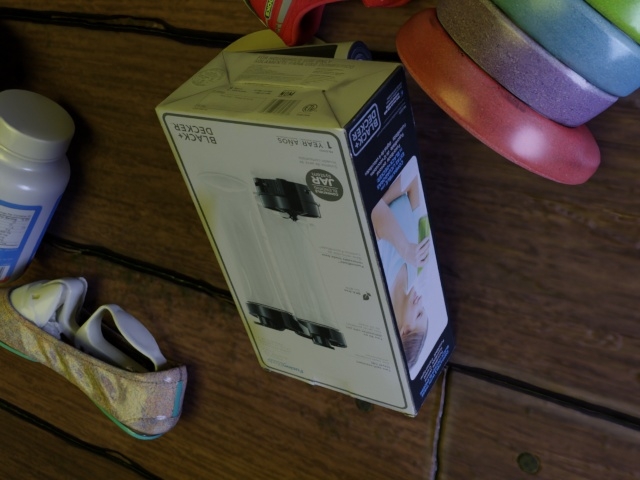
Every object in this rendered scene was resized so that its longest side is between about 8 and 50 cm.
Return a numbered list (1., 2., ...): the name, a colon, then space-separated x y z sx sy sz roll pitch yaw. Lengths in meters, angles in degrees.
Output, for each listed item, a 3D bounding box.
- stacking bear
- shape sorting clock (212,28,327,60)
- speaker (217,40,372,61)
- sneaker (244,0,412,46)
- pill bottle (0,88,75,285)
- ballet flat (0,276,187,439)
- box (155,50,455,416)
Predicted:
1. stacking bear: 0.195 -0.195 0.508 0.175 0.164 0.289 48 118 15
2. shape sorting clock: -0.042 -0.094 0.755 0.206 0.040 0.206 1 92 28
3. speaker: -0.026 -0.140 0.690 0.136 0.055 0.055 3 103 28
4. sneaker: 0.054 -0.250 0.637 0.279 0.107 0.118 -25 106 37
5. pill bottle: -0.368 -0.062 0.933 0.124 0.124 0.221 46 121 17
6. ballet flat: -0.280 0.106 0.936 0.316 0.107 0.106 28 109 16
7. box: 0.000 0.000 0.646 0.169 0.087 0.290 11 135 32
